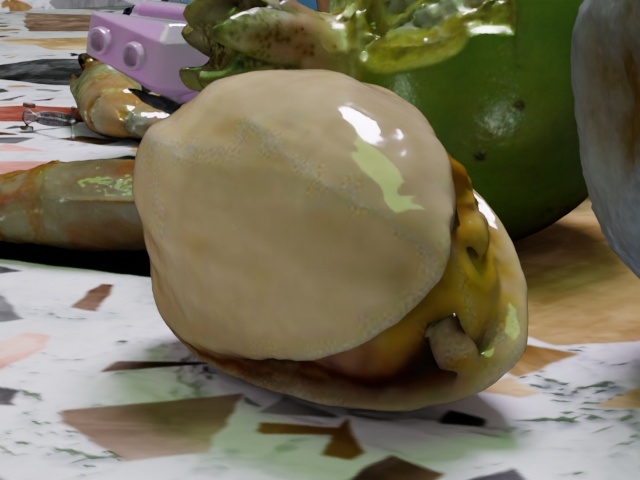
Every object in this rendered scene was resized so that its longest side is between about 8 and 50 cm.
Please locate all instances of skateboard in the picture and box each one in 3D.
[{"bbox_3d":[-0.249,-0.117,1.399,0.064,0.032,0.083,2,6,-40],"label":"skateboard"}]

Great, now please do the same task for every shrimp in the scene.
[{"bbox_3d":[-0.187,-0.150,1.445,0.145,0.061,0.267,-8,18,-24],"label":"shrimp"},{"bbox_3d":[-0.113,-0.025,0.953,0.294,0.062,0.154,4,8,22],"label":"shrimp"}]

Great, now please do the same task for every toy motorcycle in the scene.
[{"bbox_3d":[-0.059,-0.123,1.154,0.327,0.143,0.188,28,28,27],"label":"toy motorcycle"}]

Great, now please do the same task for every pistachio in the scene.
[{"bbox_3d":[0.000,0.000,0.679,0.157,0.157,0.229,-9,22,-34],"label":"pistachio"}]

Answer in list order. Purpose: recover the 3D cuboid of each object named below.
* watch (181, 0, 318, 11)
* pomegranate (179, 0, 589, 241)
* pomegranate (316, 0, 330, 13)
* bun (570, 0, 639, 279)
[{"bbox_3d":[-0.063,-0.235,1.634,0.193,0.211,0.211,18,14,-1],"label":"watch"},{"bbox_3d":[0.057,-0.109,0.937,0.302,0.236,0.236,-3,14,-18],"label":"pomegranate"},{"bbox_3d":[0.153,-0.252,1.410,0.338,0.338,0.338,0,14,0],"label":"pomegranate"},{"bbox_3d":[0.289,-0.097,0.671,0.362,0.362,0.211,-3,55,-14],"label":"bun"}]
